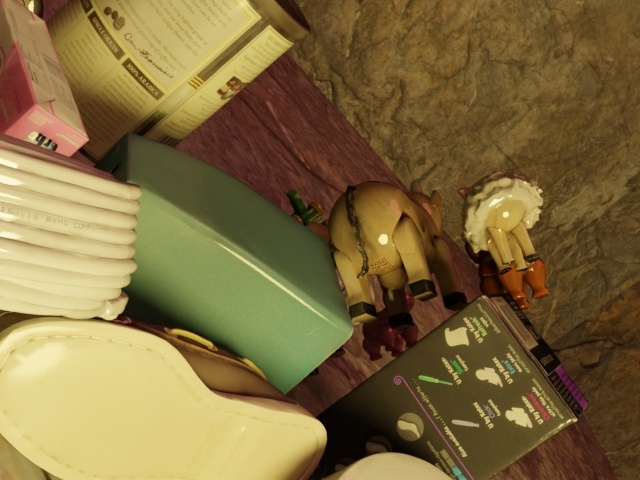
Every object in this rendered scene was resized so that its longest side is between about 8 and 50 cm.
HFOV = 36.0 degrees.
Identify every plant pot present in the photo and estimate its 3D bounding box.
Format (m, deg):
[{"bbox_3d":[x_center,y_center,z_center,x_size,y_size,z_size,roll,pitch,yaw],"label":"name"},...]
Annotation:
[{"bbox_3d":[-0.119,0.026,0.894,0.234,0.165,0.165,41,16,-28],"label":"plant pot"}]

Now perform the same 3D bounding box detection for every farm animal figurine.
[{"bbox_3d":[0.075,0.016,1.095,0.327,0.330,0.172,56,17,-71],"label":"farm animal figurine"}]

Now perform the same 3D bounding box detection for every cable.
[{"bbox_3d":[-0.225,-0.025,0.542,0.257,0.089,0.257,16,-4,-8],"label":"cable"}]

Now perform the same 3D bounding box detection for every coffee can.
[{"bbox_3d":[-0.179,-0.221,1.098,0.201,0.275,0.201,48,13,-15],"label":"coffee can"}]

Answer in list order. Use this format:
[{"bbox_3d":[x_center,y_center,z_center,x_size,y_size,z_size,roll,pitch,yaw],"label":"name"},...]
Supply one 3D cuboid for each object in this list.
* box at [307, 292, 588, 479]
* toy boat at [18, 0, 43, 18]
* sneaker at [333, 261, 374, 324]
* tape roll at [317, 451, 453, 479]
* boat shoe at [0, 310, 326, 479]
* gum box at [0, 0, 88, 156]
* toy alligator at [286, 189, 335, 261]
[{"bbox_3d":[0.109,0.185,0.974,0.143,0.270,0.165,55,13,14],"label":"box"},{"bbox_3d":[-0.400,-0.380,1.136,0.318,0.148,0.267,47,6,16],"label":"toy boat"},{"bbox_3d":[0.038,0.076,1.435,0.091,0.094,0.258,47,12,1],"label":"sneaker"},{"bbox_3d":[0.059,0.285,0.785,0.219,0.072,0.219,25,48,-31],"label":"tape roll"},{"bbox_3d":[-0.126,0.116,0.734,0.324,0.117,0.096,29,6,-47],"label":"boat shoe"},{"bbox_3d":[-0.278,-0.120,0.855,0.062,0.107,0.188,36,20,-49],"label":"gum box"},{"bbox_3d":[0.000,0.000,1.624,0.190,0.056,0.051,52,-28,2],"label":"toy alligator"}]
